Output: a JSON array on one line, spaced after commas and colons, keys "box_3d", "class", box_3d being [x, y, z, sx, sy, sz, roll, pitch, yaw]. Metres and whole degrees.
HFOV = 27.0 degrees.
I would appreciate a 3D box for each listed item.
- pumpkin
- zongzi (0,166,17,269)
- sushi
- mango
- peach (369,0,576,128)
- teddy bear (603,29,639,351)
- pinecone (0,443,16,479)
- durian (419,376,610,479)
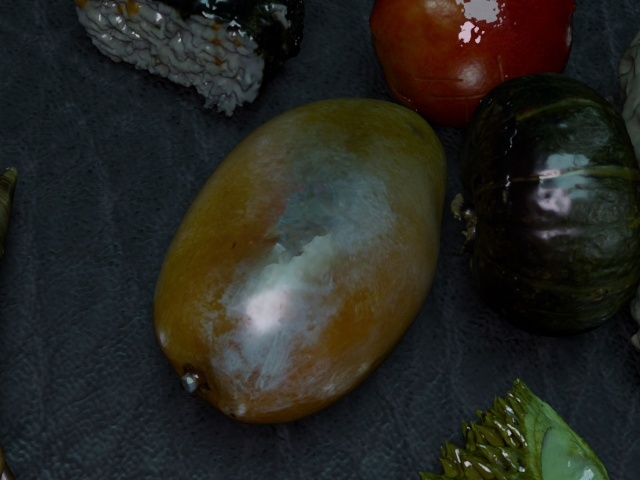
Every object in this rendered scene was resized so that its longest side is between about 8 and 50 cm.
[{"box_3d": [0.198, -0.031, 1.198, 0.159, 0.238, 0.238, -12, 64, -4], "class": "pumpkin"}, {"box_3d": [-0.397, 0.033, 1.156, 0.248, 0.111, 0.241, 3, 55, -4], "class": "zongzi"}, {"box_3d": [-0.132, -0.231, 1.311, 0.225, 0.136, 0.126, 31, 54, 14], "class": "sushi"}, {"box_3d": [0.000, 0.000, 1.179, 0.221, 0.199, 0.384, 29, 50, 16], "class": "mango"}, {"box_3d": [0.156, -0.199, 1.305, 0.197, 0.197, 0.197, 3, 62, -6], "class": "peach"}, {"box_3d": [0.388, -0.039, 1.238, 0.357, 0.224, 0.367, 14, 93, 43], "class": "teddy bear"}, {"box_3d": [-0.395, 0.200, 0.894, 0.384, 0.384, 0.384, 3, 62, -6], "class": "pinecone"}, {"box_3d": [0.187, 0.312, 1.109, 0.198, 0.163, 0.394, 3, 58, -51], "class": "durian"}]
